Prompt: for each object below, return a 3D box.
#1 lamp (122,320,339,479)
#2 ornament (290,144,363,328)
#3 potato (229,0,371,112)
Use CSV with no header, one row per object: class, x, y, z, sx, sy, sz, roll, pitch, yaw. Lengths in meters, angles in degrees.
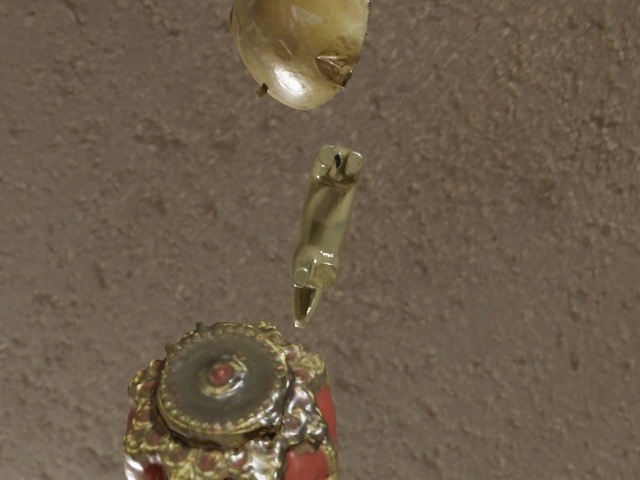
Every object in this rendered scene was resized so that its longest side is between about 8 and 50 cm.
lamp,-0.063,0.188,0.881,0.177,0.177,0.274,16,138,16
ornament,0.000,0.000,1.344,0.061,0.245,0.230,13,93,0
potato,-0.053,-0.288,1.485,0.299,0.115,0.239,-2,95,63
